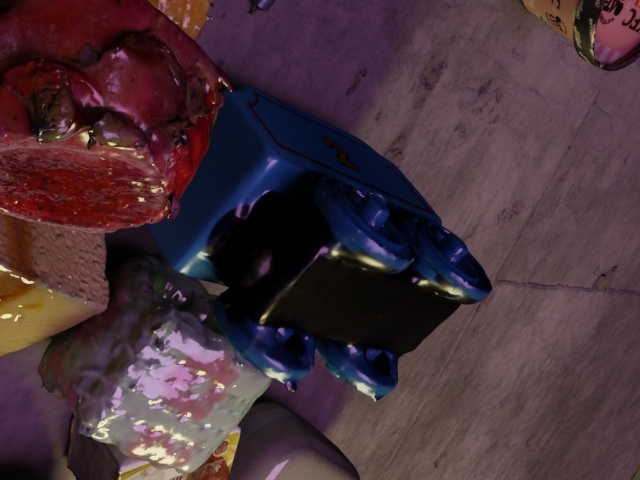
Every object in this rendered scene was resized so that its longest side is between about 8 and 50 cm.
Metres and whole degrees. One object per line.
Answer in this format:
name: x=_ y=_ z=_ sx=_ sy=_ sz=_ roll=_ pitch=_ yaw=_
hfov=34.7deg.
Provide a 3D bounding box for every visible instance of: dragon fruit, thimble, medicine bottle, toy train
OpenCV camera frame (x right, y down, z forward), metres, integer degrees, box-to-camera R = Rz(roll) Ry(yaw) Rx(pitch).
dragon fruit: x=-0.180 y=-0.086 z=0.713 sx=0.282 sy=0.211 sz=0.147 roll=124 pitch=-16 yaw=-70
thimble: x=-0.152 y=0.114 z=0.966 sx=0.149 sy=0.185 sz=0.211 roll=-51 pitch=167 yaw=3
medicine bottle: x=-0.124 y=0.384 z=1.283 sx=0.375 sy=0.123 sz=0.282 roll=-48 pitch=144 yaw=-4
toy train: x=0.000 y=0.000 z=0.968 sx=0.188 sy=0.265 sz=0.300 roll=-48 pitch=145 yaw=17

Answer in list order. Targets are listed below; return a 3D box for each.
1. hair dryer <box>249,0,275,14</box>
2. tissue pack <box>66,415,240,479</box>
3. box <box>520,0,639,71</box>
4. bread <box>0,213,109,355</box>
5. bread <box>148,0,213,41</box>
hair dryer: x=-0.033 y=-0.244 z=0.910 sx=0.037 sy=0.063 sz=0.114 roll=1 pitch=142 yaw=-46
tissue pack: x=-0.181 y=0.223 z=1.103 sx=0.148 sy=0.106 sz=0.099 roll=-12 pitch=130 yaw=-38
box: x=0.303 y=-0.285 z=1.136 sx=0.151 sy=0.135 sz=0.151 roll=-28 pitch=141 yaw=-26
bread: x=-0.314 y=0.001 z=0.849 sx=0.178 sy=0.135 sz=0.240 roll=-23 pitch=149 yaw=21
bread: x=-0.120 y=-0.250 z=0.733 sx=0.139 sy=0.143 sz=0.229 roll=16 pitch=107 yaw=-51
